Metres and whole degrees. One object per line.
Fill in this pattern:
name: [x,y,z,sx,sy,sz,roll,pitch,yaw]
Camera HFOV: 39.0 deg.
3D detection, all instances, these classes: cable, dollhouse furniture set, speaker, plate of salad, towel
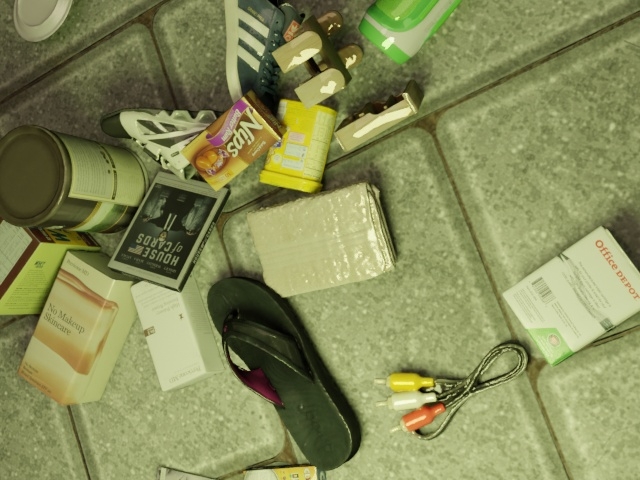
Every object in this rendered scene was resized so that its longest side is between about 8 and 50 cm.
cable: [0.242,0.277,1.623,0.287,0.072,0.140,-20,84,22]
dollhouse furniture set: [0.058,-0.315,1.670,0.161,0.212,0.242,-27,105,22]
speaker: [0.203,-0.471,1.656,0.131,0.131,0.296,45,105,20]
plate of salad: [-0.633,-0.551,2.084,0.199,0.048,0.200,-8,75,31]
towel: [0.000,0.000,1.740,0.282,0.049,0.187,-13,96,25]

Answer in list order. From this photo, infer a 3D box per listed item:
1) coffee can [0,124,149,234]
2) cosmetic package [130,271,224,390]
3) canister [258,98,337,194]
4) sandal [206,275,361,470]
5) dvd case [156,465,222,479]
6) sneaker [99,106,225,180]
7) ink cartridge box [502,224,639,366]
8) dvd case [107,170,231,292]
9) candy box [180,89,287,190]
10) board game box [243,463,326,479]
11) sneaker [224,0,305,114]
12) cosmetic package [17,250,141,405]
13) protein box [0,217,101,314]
coffee can: [-0.517,-0.119,1.879,0.201,0.275,0.202,-2,86,25]
cosmetic package: [-0.296,0.183,1.867,0.117,0.085,0.231,-26,76,20]
canister: [-0.042,-0.185,1.779,0.126,0.073,0.170,14,91,24]
sandal: [-0.088,0.243,1.736,0.446,0.107,0.167,51,120,21]
dvd case: [-0.249,0.567,1.858,0.221,0.018,0.165,6,90,25]
sneaker: [-0.318,-0.200,1.877,0.330,0.122,0.146,5,92,22]
ink cartridge box: [0.443,0.094,1.534,0.208,0.087,0.153,-37,73,19]
dvd case: [-0.311,-0.022,1.864,0.179,0.029,0.239,15,68,24]
candy box: [-0.169,-0.193,1.757,0.186,0.053,0.109,-35,103,29]
board game box: [-0.058,0.563,1.758,0.165,0.042,0.243,-10,83,24]
sneaker: [-0.101,-0.388,1.790,0.148,0.131,0.350,-7,88,18]
cosmetic package: [-0.508,0.186,1.938,0.153,0.129,0.296,26,97,25]
protein box: [-0.631,0.042,1.962,0.136,0.200,0.201,44,104,20]
